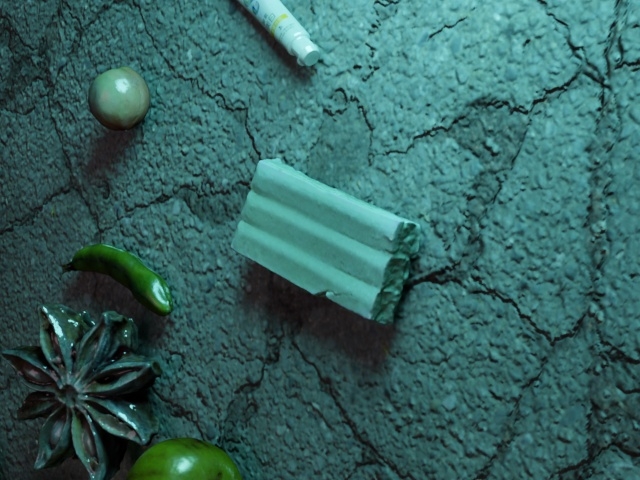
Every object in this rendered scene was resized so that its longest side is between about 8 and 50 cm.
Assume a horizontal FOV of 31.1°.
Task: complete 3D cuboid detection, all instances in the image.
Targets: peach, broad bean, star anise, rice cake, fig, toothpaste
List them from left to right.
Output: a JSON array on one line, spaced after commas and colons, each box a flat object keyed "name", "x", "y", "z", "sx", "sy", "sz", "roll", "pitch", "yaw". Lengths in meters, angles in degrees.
[{"name": "star anise", "x": -0.295, "y": 0.187, "z": 1.474, "sx": 0.236, "sy": 0.109, "sz": 0.223, "roll": 7, "pitch": 103, "yaw": 26}, {"name": "broad bean", "x": -0.260, "y": 0.044, "z": 1.486, "sx": 0.227, "sy": 0.039, "sz": 0.069, "roll": 14, "pitch": 93, "yaw": 43}, {"name": "peach", "x": -0.253, "y": -0.178, "z": 1.452, "sx": 0.083, "sy": 0.083, "sz": 0.083, "roll": 0, "pitch": 90, "yaw": 43}, {"name": "fig", "x": -0.175, "y": 0.297, "z": 1.338, "sx": 0.186, "sy": 0.148, "sz": 0.142, "roll": 2, "pitch": 86, "yaw": 42}, {"name": "toothpaste", "x": -0.058, "y": -0.260, "z": 1.303, "sx": 0.190, "sy": 0.031, "sz": 0.048, "roll": 51, "pitch": 126, "yaw": 34}, {"name": "rice cake", "x": 0.000, "y": 0.000, "z": 1.236, "sx": 0.237, "sy": 0.043, "sz": 0.127, "roll": 29, "pitch": 109, "yaw": 40}]
